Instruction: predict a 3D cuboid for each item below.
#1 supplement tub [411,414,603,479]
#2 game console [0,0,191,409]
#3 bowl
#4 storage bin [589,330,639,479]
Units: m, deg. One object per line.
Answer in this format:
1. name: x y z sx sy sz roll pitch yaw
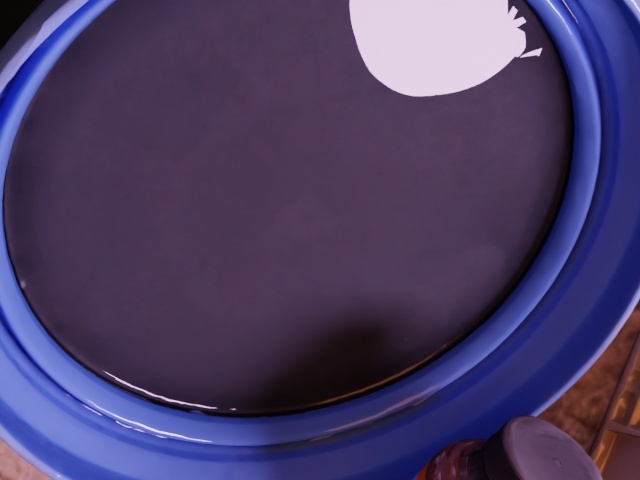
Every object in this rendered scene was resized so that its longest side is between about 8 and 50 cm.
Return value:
1. supplement tub: 0.083 0.193 0.537 0.106 0.106 0.198 32 120 -3
2. game console: -0.218 -0.081 0.586 0.386 0.060 0.342 20 98 -1
3. bowl: 0.000 0.000 0.481 0.391 0.077 0.391 -9 128 -12
4. storage bin: 0.346 0.117 0.569 0.262 0.123 0.260 21 91 -2
